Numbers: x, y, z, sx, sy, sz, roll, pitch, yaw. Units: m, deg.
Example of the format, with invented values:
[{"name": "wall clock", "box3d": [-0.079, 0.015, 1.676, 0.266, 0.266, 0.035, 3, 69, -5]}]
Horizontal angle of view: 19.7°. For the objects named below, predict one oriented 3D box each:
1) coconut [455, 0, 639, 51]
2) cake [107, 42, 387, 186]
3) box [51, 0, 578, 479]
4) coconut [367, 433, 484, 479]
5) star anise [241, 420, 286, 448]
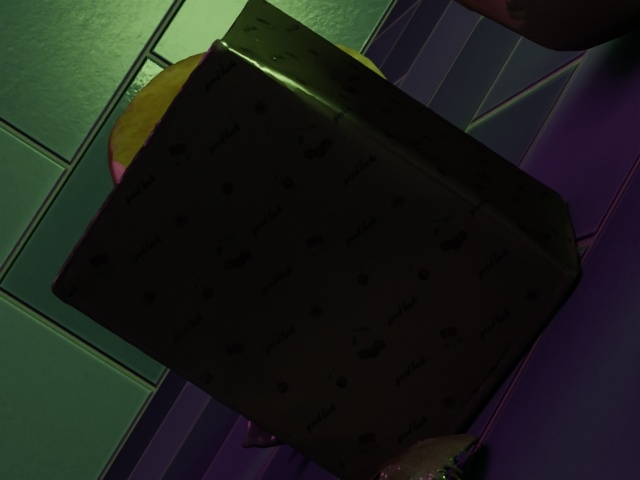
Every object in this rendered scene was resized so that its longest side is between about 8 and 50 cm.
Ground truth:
[{"name": "coconut", "box3d": [0.203, -0.271, 1.477, 0.259, 0.259, 0.259, -55, 8, 11]}, {"name": "cake", "box3d": [-0.050, -0.014, 1.999, 0.321, 0.332, 0.332, 76, -149, -44]}, {"name": "box", "box3d": [0.000, 0.000, 1.339, 0.225, 0.297, 0.190, -55, 8, 17]}, {"name": "coconut", "box3d": [0.046, 0.188, 1.204, 0.158, 0.055, 0.133, -58, 6, 3]}, {"name": "star anise", "box3d": [-0.006, 0.115, 1.723, 0.230, 0.081, 0.262, -53, -3, 23]}]
